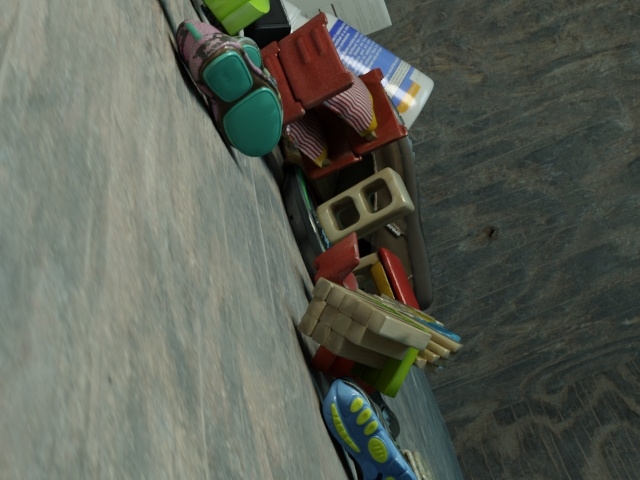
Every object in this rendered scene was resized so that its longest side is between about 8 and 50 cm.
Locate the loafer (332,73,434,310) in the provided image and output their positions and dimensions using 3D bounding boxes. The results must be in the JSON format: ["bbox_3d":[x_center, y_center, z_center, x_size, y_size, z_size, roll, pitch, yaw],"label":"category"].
[{"bbox_3d":[0.075,-0.056,1.991,0.134,0.130,0.366,-125,-158,-74],"label":"loafer"}]

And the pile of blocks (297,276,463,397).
[{"bbox_3d":[0.078,0.134,1.568,0.149,0.112,0.362,28,3,18],"label":"pile of blocks"}]

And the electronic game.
[{"bbox_3d":[0.000,0.000,1.937,0.229,0.048,0.229,-21,90,-85],"label":"electronic game"}]

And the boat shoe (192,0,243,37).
[{"bbox_3d":[-0.136,-0.310,1.692,0.184,0.066,0.063,79,-5,-46],"label":"boat shoe"}]

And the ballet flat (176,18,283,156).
[{"bbox_3d":[-0.095,-0.166,1.430,0.079,0.077,0.221,56,0,25],"label":"ballet flat"}]

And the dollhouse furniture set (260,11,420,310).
[{"bbox_3d":[0.041,-0.076,1.778,0.201,0.152,0.374,31,34,-62],"label":"dollhouse furniture set"}]

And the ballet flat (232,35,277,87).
[{"bbox_3d":[-0.102,-0.207,1.655,0.188,0.070,0.070,63,7,-71],"label":"ballet flat"}]

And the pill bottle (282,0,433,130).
[{"bbox_3d":[0.023,-0.252,2.101,0.272,0.152,0.152,33,7,-3],"label":"pill bottle"}]

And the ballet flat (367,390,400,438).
[{"bbox_3d":[0.043,0.183,1.722,0.173,0.049,0.057,63,33,-8],"label":"ballet flat"}]

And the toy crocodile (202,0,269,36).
[{"bbox_3d":[-0.149,-0.358,1.333,0.105,0.115,0.340,-101,170,-66],"label":"toy crocodile"}]

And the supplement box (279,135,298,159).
[{"bbox_3d":[-0.016,-0.178,2.212,0.081,0.104,0.188,64,7,-60],"label":"supplement box"}]

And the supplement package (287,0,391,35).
[{"bbox_3d":[-0.017,-0.425,2.456,0.139,0.244,0.134,-108,175,-49],"label":"supplement package"}]

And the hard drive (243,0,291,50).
[{"bbox_3d":[-0.099,-0.323,1.911,0.254,0.054,0.172,130,-60,-79],"label":"hard drive"}]

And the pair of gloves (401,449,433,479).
[{"bbox_3d":[0.173,0.434,2.065,0.204,0.042,0.240,40,27,-74],"label":"pair of gloves"}]

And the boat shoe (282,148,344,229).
[{"bbox_3d":[0.057,-0.033,2.146,0.122,0.110,0.341,34,-20,41],"label":"boat shoe"}]

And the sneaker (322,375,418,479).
[{"bbox_3d":[0.058,0.222,1.454,0.078,0.067,0.188,-86,152,-66],"label":"sneaker"}]
